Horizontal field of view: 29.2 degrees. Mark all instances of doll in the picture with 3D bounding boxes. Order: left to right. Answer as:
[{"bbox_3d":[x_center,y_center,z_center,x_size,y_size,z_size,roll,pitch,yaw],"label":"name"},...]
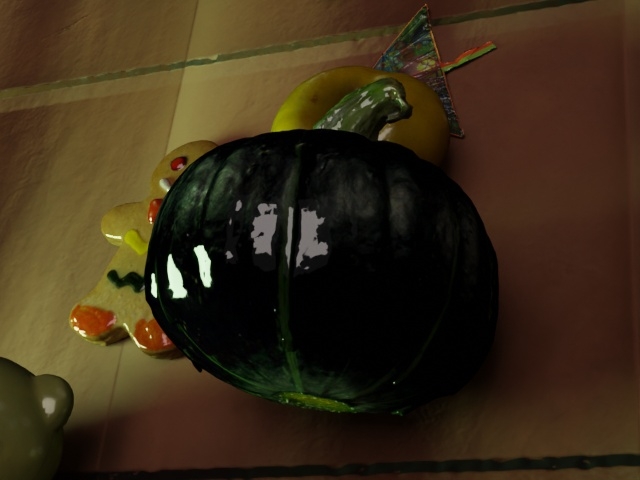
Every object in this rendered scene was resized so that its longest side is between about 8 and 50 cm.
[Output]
[{"bbox_3d":[-0.339,0.224,1.111,0.177,0.161,0.260,13,67,32],"label":"doll"}]

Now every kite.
[{"bbox_3d":[0.105,-0.171,1.268,0.159,0.010,0.190,-17,55,11],"label":"kite"}]

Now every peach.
[{"bbox_3d":[0.034,-0.095,1.179,0.179,0.103,0.179,-14,43,14],"label":"peach"}]

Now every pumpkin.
[{"bbox_3d":[0.000,0.000,1.013,0.296,0.296,0.296,-12,55,17],"label":"pumpkin"}]

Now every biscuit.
[{"bbox_3d":[-0.163,-0.001,1.260,0.165,0.036,0.250,8,62,27],"label":"biscuit"}]
